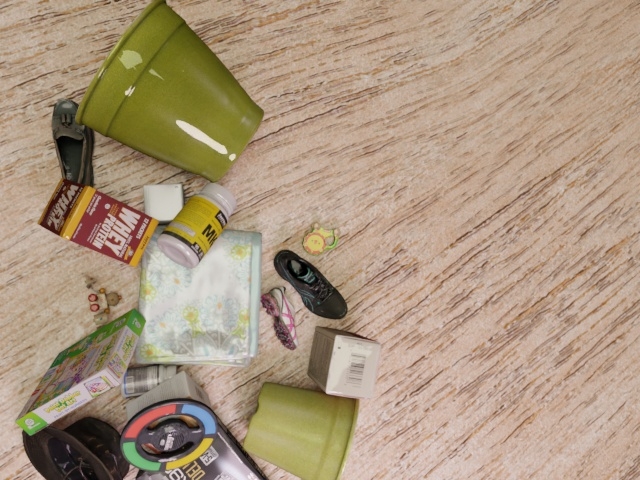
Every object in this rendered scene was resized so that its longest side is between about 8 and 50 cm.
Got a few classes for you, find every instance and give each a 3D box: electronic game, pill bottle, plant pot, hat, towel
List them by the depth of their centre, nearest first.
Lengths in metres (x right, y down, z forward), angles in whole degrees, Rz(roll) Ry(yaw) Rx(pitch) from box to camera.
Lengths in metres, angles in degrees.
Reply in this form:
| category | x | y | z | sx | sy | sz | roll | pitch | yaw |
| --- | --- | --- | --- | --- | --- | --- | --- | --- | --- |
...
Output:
| category | x | y | z | sx | sy | sz | roll | pitch | yaw |
| --- | --- | --- | --- | --- | --- | --- | --- | --- | --- |
| electronic game | -0.364 | 0.474 | 1.190 | 0.229 | 0.048 | 0.229 | -10 | 121 | -18 |
| hat | -0.566 | 0.525 | 1.206 | 0.331 | 0.331 | 0.134 | 51 | 39 | -5 |
| plant pot | -0.347 | -0.340 | 1.245 | 0.353 | 0.366 | 0.366 | 34 | 80 | -20 |
| pill bottle | -0.310 | -0.042 | 1.256 | 0.119 | 0.119 | 0.208 | 35 | 61 | -8 |
| pill bottle | -0.448 | 0.367 | 1.288 | 0.137 | 0.078 | 0.078 | -4 | 87 | -13 |
| plant pot | -0.059 | 0.497 | 1.291 | 0.254 | 0.276 | 0.276 | 18 | 82 | 0 |
| towel | -0.324 | 0.151 | 1.326 | 0.321 | 0.090 | 0.374 | 4 | 85 | -13 |

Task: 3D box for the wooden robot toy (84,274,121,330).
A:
| category | x | y | z | sx | sy | sz | roll | pitch | yaw |
| --- | --- | --- | --- | --- | --- | --- | --- | --- | --- |
| wooden robot toy | -0.561 | 0.166 | 1.284 | 0.079 | 0.076 | 0.173 | -13 | 89 | -24 |

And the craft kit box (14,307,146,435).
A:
| category | x | y | z | sx | sy | sz | roll | pitch | yaw |
| --- | --- | --- | --- | --- | --- | --- | --- | --- | --- |
| craft kit box | -0.548 | 0.297 | 1.149 | 0.247 | 0.250 | 0.061 | -28 | 113 | 5 |

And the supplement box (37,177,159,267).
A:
| category | x | y | z | sx | sy | sz | roll | pitch | yaw |
| --- | --- | --- | --- | --- | --- | --- | --- | --- | --- |
| supplement box | -0.542 | -0.044 | 1.199 | 0.191 | 0.194 | 0.129 | 32 | 78 | -44 |

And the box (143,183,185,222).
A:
| category | x | y | z | sx | sy | sz | roll | pitch | yaw |
| --- | --- | --- | --- | --- | --- | --- | --- | --- | --- |
| box | -0.417 | -0.096 | 1.321 | 0.102 | 0.087 | 0.101 | -4 | 87 | -13 |

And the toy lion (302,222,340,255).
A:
| category | x | y | z | sx | sy | sz | roll | pitch | yaw |
| --- | --- | --- | --- | --- | --- | --- | --- | --- | --- |
| toy lion | 0.000 | 0.000 | 1.440 | 0.100 | 0.034 | 0.096 | 16 | 90 | -11 |

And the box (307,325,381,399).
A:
| category | x | y | z | sx | sy | sz | roll | pitch | yaw |
| --- | --- | --- | --- | --- | --- | --- | --- | --- | --- |
| box | 0.058 | 0.323 | 1.324 | 0.127 | 0.232 | 0.148 | 12 | 84 | -12 |

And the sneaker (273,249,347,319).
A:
| category | x | y | z | sx | sy | sz | roll | pitch | yaw |
| --- | --- | --- | --- | --- | --- | --- | --- | --- | --- |
| sneaker | -0.025 | 0.133 | 1.386 | 0.267 | 0.106 | 0.101 | 41 | 78 | -8 |

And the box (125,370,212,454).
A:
| category | x | y | z | sx | sy | sz | roll | pitch | yaw |
| --- | --- | --- | --- | --- | --- | --- | --- | --- | --- |
| box | -0.383 | 0.439 | 1.252 | 0.170 | 0.091 | 0.130 | -31 | 129 | -5 |

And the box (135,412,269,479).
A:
| category | x | y | z | sx | sy | sz | roll | pitch | yaw |
| --- | --- | --- | --- | --- | --- | --- | --- | --- | --- |
| box | -0.293 | 0.651 | 1.304 | 0.242 | 0.076 | 0.307 | -38 | 95 | -12 |

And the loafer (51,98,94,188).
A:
| category | x | y | z | sx | sy | sz | roll | pitch | yaw |
| --- | --- | --- | --- | --- | --- | --- | --- | --- | --- |
| loafer | -0.647 | -0.247 | 1.282 | 0.096 | 0.084 | 0.267 | -9 | 88 | -13 |

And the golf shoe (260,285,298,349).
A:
| category | x | y | z | sx | sy | sz | roll | pitch | yaw |
| --- | --- | --- | --- | --- | --- | --- | --- | --- | --- |
| golf shoe | -0.095 | 0.219 | 1.382 | 0.086 | 0.067 | 0.186 | -30 | 105 | -38 |
